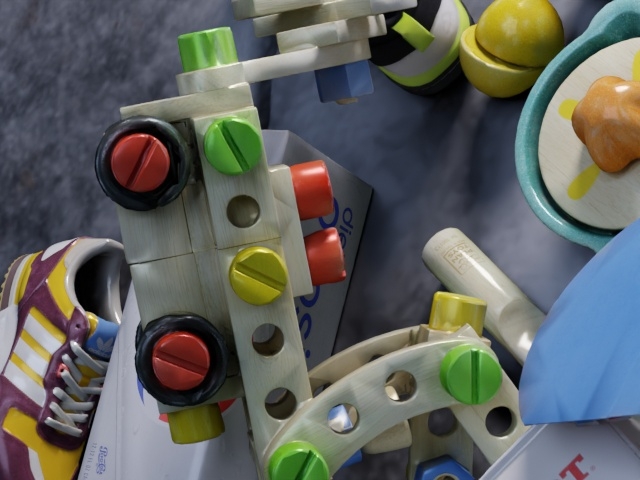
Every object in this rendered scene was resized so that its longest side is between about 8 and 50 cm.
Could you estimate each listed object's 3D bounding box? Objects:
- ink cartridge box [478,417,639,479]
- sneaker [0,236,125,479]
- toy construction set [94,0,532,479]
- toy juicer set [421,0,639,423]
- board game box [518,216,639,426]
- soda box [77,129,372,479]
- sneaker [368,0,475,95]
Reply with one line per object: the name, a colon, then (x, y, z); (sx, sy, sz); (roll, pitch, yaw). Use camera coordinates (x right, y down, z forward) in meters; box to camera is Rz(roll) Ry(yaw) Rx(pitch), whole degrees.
ink cartridge box: (0.155, 0.243, 0.902); (0.207, 0.117, 0.283); (-47, 52, 10)
sneaker: (-0.162, 0.084, 1.227); (0.084, 0.069, 0.185); (-18, 62, 35)
toy construction set: (0.000, 0.000, 1.028); (0.215, 0.151, 0.328); (-11, 81, -4)
toy juicer set: (0.140, -0.065, 1.064); (0.209, 0.089, 0.329); (21, 84, 39)
board game box: (0.167, 0.038, 0.888); (0.168, 0.033, 0.133); (-13, 38, 53)
soda box: (-0.061, 0.082, 1.139); (0.091, 0.098, 0.286); (4, 73, 36)
sneaker: (0.009, -0.177, 1.199); (0.084, 0.097, 0.234); (-53, 51, 5)
